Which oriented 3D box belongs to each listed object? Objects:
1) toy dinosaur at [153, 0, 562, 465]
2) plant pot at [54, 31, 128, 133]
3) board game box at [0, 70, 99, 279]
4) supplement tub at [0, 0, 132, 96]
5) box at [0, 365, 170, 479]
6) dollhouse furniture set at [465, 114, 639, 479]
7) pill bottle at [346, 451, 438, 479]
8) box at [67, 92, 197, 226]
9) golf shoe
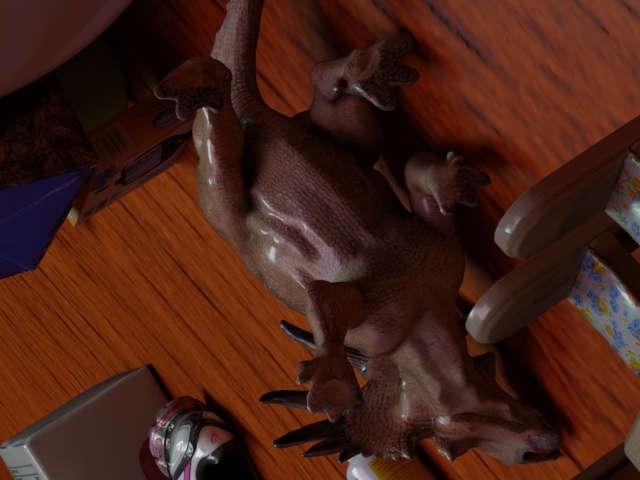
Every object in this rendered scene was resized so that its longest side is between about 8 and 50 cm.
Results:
[{"bbox_3d":[0.000,0.000,0.956,0.295,0.127,0.200,59,168,11],"label":"toy dinosaur"},{"bbox_3d":[-0.173,-0.102,1.265,0.083,0.081,0.081,56,162,-23],"label":"plant pot"},{"bbox_3d":[-0.306,-0.106,1.138,0.291,0.232,0.141,61,145,16],"label":"board game box"},{"bbox_3d":[-0.247,-0.245,1.029,0.338,0.207,0.207,54,160,11],"label":"supplement tub"},{"bbox_3d":[-0.154,0.238,1.658,0.232,0.127,0.148,59,161,-4],"label":"box"},{"bbox_3d":[0.128,0.108,0.742,0.212,0.161,0.242,50,159,21],"label":"dollhouse furniture set"},{"bbox_3d":[0.045,0.147,1.172,0.083,0.043,0.043,51,159,19],"label":"pill bottle"},{"bbox_3d":[-0.121,-0.052,1.210,0.028,0.081,0.136,54,161,7],"label":"box"},{"bbox_3d":[-0.079,0.213,1.530,0.086,0.067,0.186,33,149,47],"label":"golf shoe"}]
